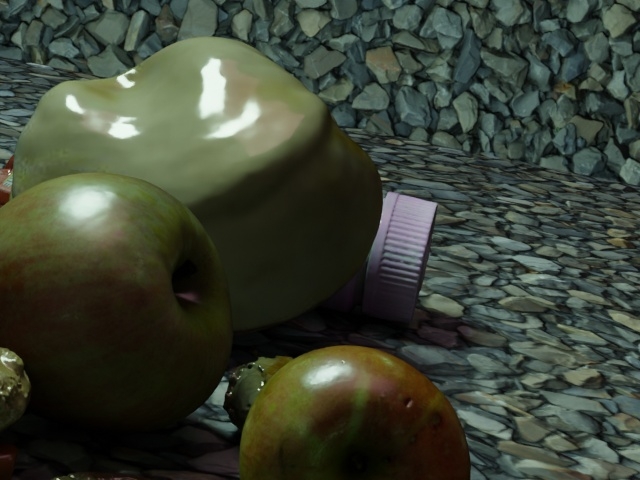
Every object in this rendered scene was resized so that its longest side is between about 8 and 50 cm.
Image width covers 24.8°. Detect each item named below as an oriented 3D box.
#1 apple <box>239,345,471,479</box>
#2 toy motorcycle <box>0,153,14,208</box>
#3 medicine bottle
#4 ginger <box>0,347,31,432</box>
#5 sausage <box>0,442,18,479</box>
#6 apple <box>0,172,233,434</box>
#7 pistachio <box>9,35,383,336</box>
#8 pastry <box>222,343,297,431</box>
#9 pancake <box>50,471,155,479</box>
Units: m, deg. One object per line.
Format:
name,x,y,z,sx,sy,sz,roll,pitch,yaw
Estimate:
apple,0.026,0.184,1.212,0.196,0.196,0.196,11,14,-3
toy motorcycle,-0.384,-0.060,2.065,0.298,0.089,0.171,18,14,23
medicine bottle,0.000,0.000,1.947,0.291,0.178,0.178,13,14,7
ginger,-0.320,0.134,1.278,0.190,0.069,0.095,-5,26,40
sausage,-0.323,0.185,1.230,0.131,0.039,0.041,8,21,-11
apple,-0.217,0.066,1.387,0.234,0.257,0.257,-16,7,16
pistachio,-0.148,-0.062,1.736,0.445,0.365,0.281,3,-17,-3
pastry,-0.020,0.168,1.460,0.153,0.081,0.153,20,9,-3
pancake,-0.162,0.230,1.208,0.152,0.025,0.151,12,13,-3
